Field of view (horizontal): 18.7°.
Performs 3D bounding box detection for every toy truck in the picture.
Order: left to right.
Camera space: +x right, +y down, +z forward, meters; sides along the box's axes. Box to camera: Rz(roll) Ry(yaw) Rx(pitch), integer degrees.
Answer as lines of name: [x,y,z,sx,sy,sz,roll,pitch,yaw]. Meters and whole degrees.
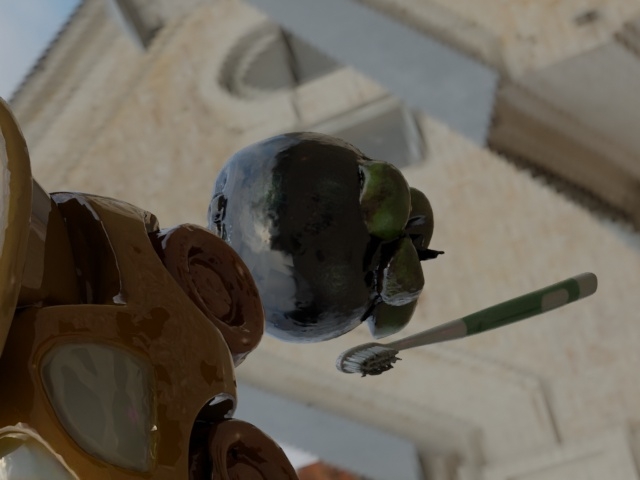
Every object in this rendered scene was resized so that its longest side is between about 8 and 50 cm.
toy truck: [-0.150,0.082,0.975,0.211,0.204,0.288,33,-145,-41]

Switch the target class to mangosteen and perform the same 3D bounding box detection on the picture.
mangosteen: [0.000,0.000,1.926,0.243,0.243,0.243,42,-142,-43]

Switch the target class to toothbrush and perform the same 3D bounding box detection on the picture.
toothbrush: [0.105,0.054,1.282,0.257,0.024,0.018,-15,-72,-45]
